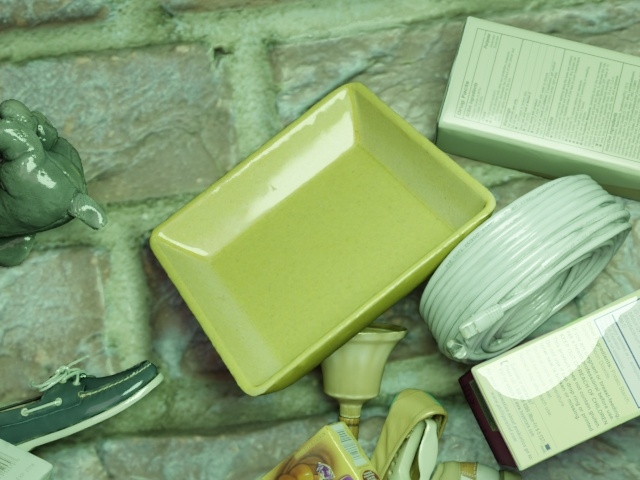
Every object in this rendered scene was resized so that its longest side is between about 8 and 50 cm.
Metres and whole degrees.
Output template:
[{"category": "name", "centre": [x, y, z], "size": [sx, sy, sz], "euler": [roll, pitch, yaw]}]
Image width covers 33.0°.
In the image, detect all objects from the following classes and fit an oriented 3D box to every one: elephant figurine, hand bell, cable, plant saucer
[{"category": "elephant figurine", "centre": [-0.413, -0.043, 1.334], "size": [0.239, 0.186, 0.169], "euler": [-39, 122, 7]}, {"category": "hand bell", "centre": [0.034, 0.220, 1.274], "size": [0.126, 0.126, 0.242], "euler": [3, 91, 5]}, {"category": "cable", "centre": [0.228, 0.036, 1.208], "size": [0.257, 0.257, 0.089], "euler": [-39, 69, -2]}, {"category": "plant saucer", "centre": [0.000, 0.000, 1.254], "size": [0.332, 0.081, 0.333], "euler": [-38, 42, -3]}]

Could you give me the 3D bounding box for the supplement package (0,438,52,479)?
[{"category": "supplement package", "centre": [-0.392, 0.328, 1.233], "size": [0.105, 0.105, 0.179], "euler": [24, 114, 7]}]

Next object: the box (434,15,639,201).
[{"category": "box", "centre": [0.304, -0.151, 1.300], "size": [0.311, 0.121, 0.148], "euler": [16, 81, 7]}]

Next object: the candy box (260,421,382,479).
[{"category": "candy box", "centre": [0.029, 0.309, 1.201], "size": [0.109, 0.053, 0.187], "euler": [-43, 71, 21]}]

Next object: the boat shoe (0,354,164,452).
[{"category": "boat shoe", "centre": [-0.313, 0.195, 1.298], "size": [0.254, 0.095, 0.079], "euler": [-25, 90, 8]}]

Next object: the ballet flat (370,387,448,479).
[{"category": "ballet flat", "centre": [0.084, 0.285, 1.242], "size": [0.073, 0.080, 0.232], "euler": [17, 88, 51]}]

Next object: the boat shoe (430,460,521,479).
[{"category": "boat shoe", "centre": [0.146, 0.400, 1.223], "size": [0.103, 0.113, 0.302], "euler": [13, 70, 8]}]

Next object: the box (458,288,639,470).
[{"category": "box", "centre": [0.290, 0.149, 1.199], "size": [0.243, 0.213, 0.117], "euler": [-24, 79, 0]}]
